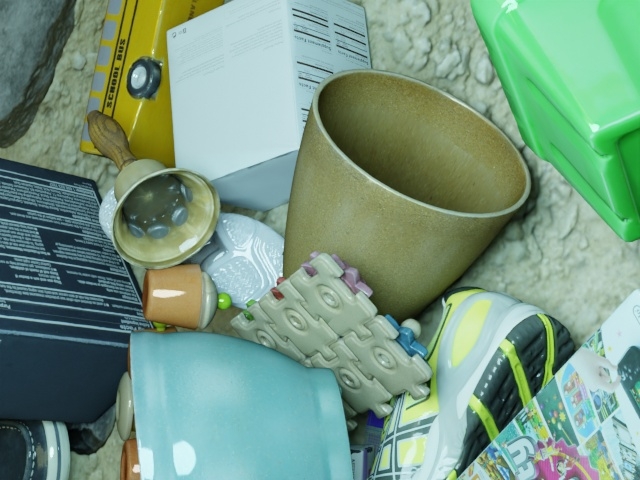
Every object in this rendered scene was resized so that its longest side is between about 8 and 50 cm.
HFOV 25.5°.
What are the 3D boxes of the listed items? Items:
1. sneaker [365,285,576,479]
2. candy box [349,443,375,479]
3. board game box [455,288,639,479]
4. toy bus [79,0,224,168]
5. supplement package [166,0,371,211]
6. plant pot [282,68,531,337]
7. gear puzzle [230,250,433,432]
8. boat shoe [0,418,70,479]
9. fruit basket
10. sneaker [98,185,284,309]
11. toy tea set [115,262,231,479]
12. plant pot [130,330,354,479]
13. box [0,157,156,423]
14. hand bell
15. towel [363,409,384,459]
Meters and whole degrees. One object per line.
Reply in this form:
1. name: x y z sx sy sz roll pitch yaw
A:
1. sneaker: 0.118 0.226 1.443 0.385 0.145 0.147 -59 38 7
2. candy box: -0.043 0.300 1.532 0.196 0.070 0.165 1 86 13
3. board game box: 0.243 0.208 1.076 0.303 0.097 0.224 -58 45 45
4. toy bus: -0.205 -0.262 1.804 0.130 0.108 0.333 11 90 42
5. supplement package: -0.055 -0.162 1.629 0.194 0.149 0.203 -17 72 38
6. plant pot: 0.059 -0.007 1.478 0.237 0.237 0.254 51 131 34
7. gear puzzle: -0.002 0.115 1.464 0.175 0.044 0.339 48 148 -3
8. boat shoe: -0.533 0.350 1.941 0.500 0.156 0.187 -22 67 34
9. fruit basket: 0.319 -0.219 1.221 0.392 0.283 0.392 -11 56 16
10. sneaker: -0.131 0.015 1.699 0.268 0.153 0.101 25 82 5
11. toy tea set: -0.157 0.175 1.642 0.336 0.124 0.200 110 157 -47
12. plant pot: -0.071 0.222 1.378 0.196 0.293 0.293 -7 73 -5
13. box: -0.395 0.062 1.779 0.183 0.296 0.294 -44 57 25
14. hand bell: -0.219 -0.083 1.610 0.126 0.126 0.242 -59 41 16
15. towel: 0.073 0.203 1.548 0.060 0.009 0.083 10 89 42
